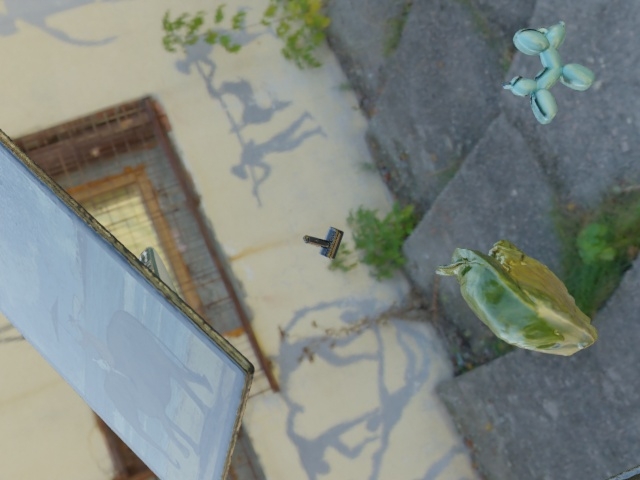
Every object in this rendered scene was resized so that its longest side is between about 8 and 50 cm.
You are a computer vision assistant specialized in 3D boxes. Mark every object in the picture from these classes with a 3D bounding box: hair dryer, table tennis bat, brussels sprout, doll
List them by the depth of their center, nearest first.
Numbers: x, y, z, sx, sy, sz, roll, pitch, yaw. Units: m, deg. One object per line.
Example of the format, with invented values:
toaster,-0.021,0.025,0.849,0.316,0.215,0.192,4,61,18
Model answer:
table tennis bat,-0.139,0.110,0.886,0.149,0.038,0.237,-118,8,-48
brussels sprout,0.225,0.070,0.981,0.181,0.100,0.139,48,-166,16
hair dryer,0.000,0.000,1.283,0.026,0.083,0.047,22,96,37
doll,0.398,-0.305,1.502,0.158,0.159,0.059,42,180,4

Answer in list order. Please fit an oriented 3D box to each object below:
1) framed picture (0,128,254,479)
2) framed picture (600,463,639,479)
framed picture,-0.199,0.082,0.776,0.347,0.016,0.265,40,140,21
framed picture,0.299,0.255,0.828,0.019,0.281,0.209,64,-169,7
